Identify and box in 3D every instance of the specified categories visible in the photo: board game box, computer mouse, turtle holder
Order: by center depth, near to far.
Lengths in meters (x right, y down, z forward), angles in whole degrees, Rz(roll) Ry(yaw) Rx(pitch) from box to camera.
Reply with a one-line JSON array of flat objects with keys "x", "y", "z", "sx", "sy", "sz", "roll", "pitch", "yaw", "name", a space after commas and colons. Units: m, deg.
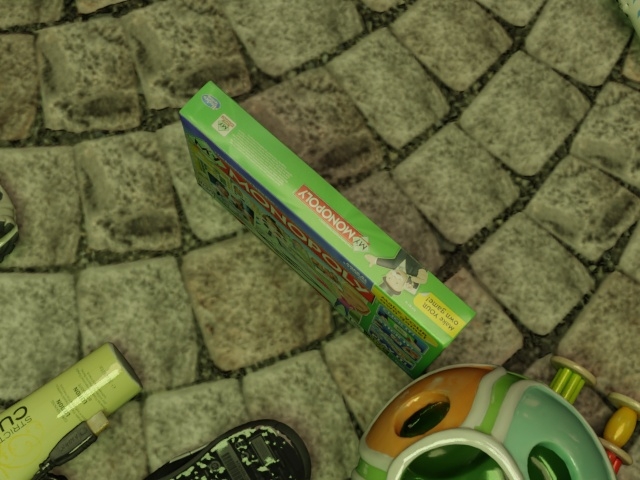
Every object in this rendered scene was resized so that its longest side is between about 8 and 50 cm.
[{"x": 0.143, "y": 0.268, "z": 0.941, "sx": 0.243, "sy": 0.227, "sz": 0.320, "roll": -1, "pitch": 80, "yaw": 16, "name": "turtle holder"}, {"x": 0.000, "y": 0.000, "z": 1.035, "sx": 0.317, "sy": 0.213, "sz": 0.046, "roll": 42, "pitch": 78, "yaw": 9, "name": "board game box"}, {"x": -0.150, "y": 0.231, "z": 1.048, "sx": 0.262, "sy": 0.060, "sz": 0.184, "roll": -35, "pitch": 90, "yaw": 0, "name": "computer mouse"}]

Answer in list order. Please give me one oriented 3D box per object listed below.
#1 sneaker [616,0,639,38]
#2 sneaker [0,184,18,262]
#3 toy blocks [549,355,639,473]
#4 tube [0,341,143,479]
[{"x": 0.338, "y": -0.305, "z": 1.199, "sx": 0.086, "sy": 0.085, "sz": 0.237, "roll": -22, "pitch": 80, "yaw": 20, "name": "sneaker"}, {"x": -0.445, "y": 0.015, "z": 1.091, "sx": 0.275, "sy": 0.107, "sz": 0.110, "roll": -25, "pitch": 58, "yaw": -12, "name": "sneaker"}, {"x": 0.249, "y": 0.209, "z": 1.071, "sx": 0.123, "sy": 0.054, "sz": 0.148, "roll": 32, "pitch": 77, "yaw": 5, "name": "toy blocks"}, {"x": -0.289, "y": 0.195, "z": 1.058, "sx": 0.240, "sy": 0.062, "sz": 0.070, "roll": -36, "pitch": 44, "yaw": -5, "name": "tube"}]
